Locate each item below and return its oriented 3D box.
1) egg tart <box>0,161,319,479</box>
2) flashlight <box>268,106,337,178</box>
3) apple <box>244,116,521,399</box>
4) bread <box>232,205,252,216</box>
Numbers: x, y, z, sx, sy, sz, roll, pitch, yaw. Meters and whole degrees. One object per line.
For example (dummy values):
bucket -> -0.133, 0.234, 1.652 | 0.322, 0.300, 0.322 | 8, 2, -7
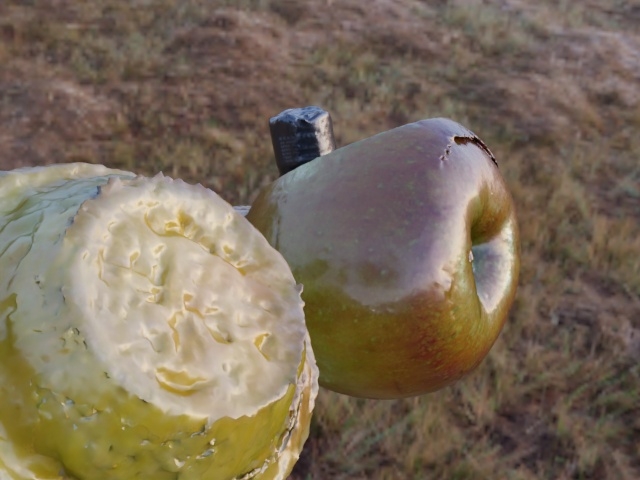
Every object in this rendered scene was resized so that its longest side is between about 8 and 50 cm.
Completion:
egg tart -> -0.109, 0.055, 0.667 | 0.288, 0.118, 0.288 | 22, 50, -28
flashlight -> 0.000, 0.000, 1.754 | 0.103, 0.423, 0.103 | -10, 13, 2
apple -> 0.075, 0.022, 1.468 | 0.374, 0.374, 0.384 | 12, 56, 16
bread -> -0.124, 0.055, 1.645 | 0.140, 0.143, 0.229 | 10, 47, -24
